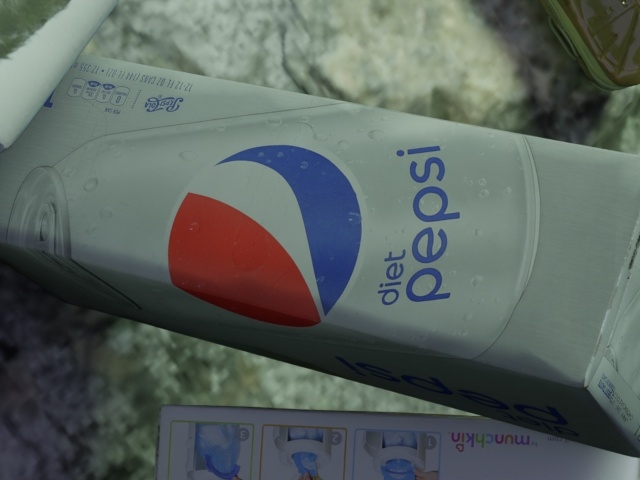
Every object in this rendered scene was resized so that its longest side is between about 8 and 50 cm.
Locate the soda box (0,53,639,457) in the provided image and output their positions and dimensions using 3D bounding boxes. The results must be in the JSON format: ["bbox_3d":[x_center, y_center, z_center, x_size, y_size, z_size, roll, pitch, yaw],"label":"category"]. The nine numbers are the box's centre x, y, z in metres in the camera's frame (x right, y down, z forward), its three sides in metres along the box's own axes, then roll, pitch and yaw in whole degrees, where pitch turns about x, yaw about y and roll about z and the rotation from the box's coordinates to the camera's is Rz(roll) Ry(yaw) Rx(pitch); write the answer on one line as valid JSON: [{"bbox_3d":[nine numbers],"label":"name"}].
[{"bbox_3d":[0.000,0.000,0.715,0.098,0.286,0.091,45,62,-59],"label":"soda box"}]

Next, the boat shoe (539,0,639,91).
[{"bbox_3d":[0.128,-0.149,0.936,0.056,0.048,0.153,-33,95,-14],"label":"boat shoe"}]

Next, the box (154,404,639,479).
[{"bbox_3d":[0.039,0.126,0.765,0.203,0.114,0.103,1,84,10],"label":"box"}]

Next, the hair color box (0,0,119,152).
[{"bbox_3d":[-0.123,-0.209,0.718,0.185,0.114,0.374,42,56,-18],"label":"hair color box"}]
